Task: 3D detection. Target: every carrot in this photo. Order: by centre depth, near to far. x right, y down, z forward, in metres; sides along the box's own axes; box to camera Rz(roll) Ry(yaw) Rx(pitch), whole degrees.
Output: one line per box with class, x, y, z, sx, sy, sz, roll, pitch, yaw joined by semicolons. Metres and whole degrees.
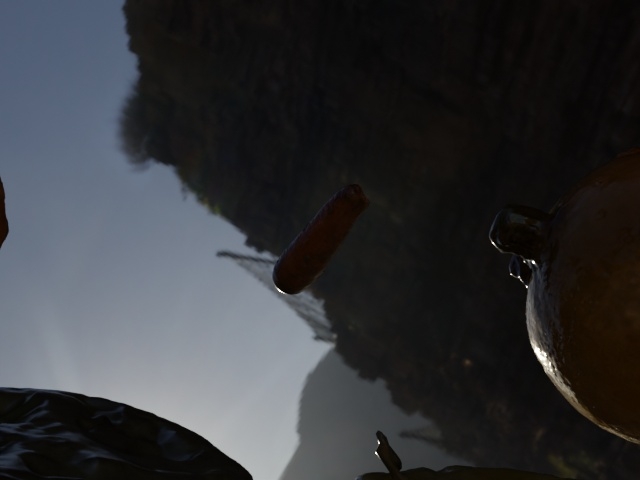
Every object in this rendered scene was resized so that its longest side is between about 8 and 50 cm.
carrot;0.000;0.000;1.293;0.186;0.060;0.060;-51;-10;28

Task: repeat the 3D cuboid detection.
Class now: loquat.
loquat;0.355;0.047;1.106;0.328;0.359;0.328;-155;90;-90

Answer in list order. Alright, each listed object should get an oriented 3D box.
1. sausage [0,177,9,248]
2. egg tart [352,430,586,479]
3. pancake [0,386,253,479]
sausage;-0.464;-0.053;0.966;0.233;0.287;0.233;-13;-68;-35
egg tart;0.055;0.223;0.486;0.153;0.351;0.340;-91;-10;-65
pancake;-0.182;0.131;0.605;0.294;0.294;0.049;19;-97;-74
